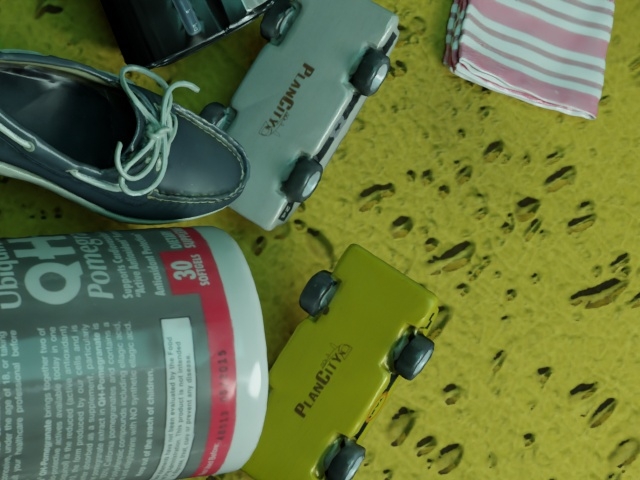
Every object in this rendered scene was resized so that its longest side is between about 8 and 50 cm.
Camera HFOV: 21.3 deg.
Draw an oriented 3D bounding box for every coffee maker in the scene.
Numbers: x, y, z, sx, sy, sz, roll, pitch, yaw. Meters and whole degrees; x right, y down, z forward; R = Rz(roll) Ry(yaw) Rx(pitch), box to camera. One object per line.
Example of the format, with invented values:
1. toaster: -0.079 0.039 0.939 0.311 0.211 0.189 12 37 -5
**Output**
1. coffee maker: -0.141 -0.216 1.230 0.171 0.120 0.178 -19 106 15

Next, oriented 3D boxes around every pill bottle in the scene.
1. pill bottle: -0.209 0.085 1.132 0.318 0.176 0.176 -4 83 -22

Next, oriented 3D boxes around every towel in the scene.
1. towel: 0.185 -0.210 1.414 0.144 0.029 0.197 17 76 -19

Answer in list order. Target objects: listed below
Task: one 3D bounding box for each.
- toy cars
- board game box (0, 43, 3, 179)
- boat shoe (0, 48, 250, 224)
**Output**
1. toy cars: 0.000 0.000 1.274 0.176 0.087 0.394 -9 82 14
2. board game box: -0.254 -0.131 1.194 0.043 0.092 0.181 -7 84 -23
3. boat shoe: -0.144 -0.074 1.153 0.254 0.079 0.095 21 68 -35
